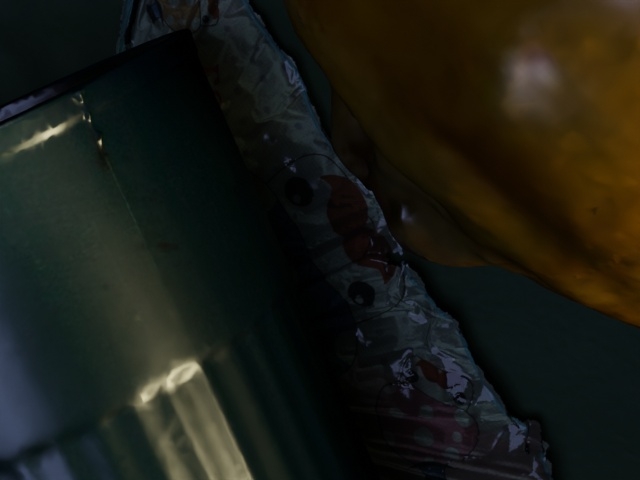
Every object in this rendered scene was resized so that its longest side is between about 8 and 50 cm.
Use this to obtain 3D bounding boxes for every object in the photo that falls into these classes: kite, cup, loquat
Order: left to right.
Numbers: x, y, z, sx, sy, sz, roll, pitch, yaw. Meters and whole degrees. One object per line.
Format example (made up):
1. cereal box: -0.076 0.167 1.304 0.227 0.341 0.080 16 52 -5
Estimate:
1. cup: -0.137 0.090 0.817 0.308 0.242 0.292 -21 101 24
2. kite: 0.000 0.000 0.872 0.368 0.014 0.406 -30 95 27
3. loquat: 0.137 -0.121 0.611 0.328 0.328 0.328 6 110 18
